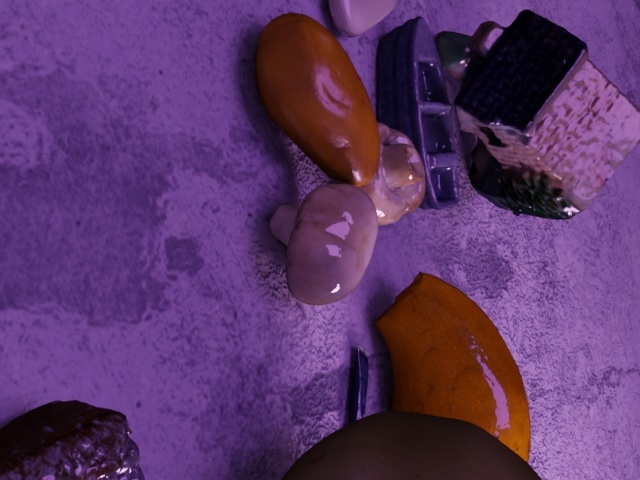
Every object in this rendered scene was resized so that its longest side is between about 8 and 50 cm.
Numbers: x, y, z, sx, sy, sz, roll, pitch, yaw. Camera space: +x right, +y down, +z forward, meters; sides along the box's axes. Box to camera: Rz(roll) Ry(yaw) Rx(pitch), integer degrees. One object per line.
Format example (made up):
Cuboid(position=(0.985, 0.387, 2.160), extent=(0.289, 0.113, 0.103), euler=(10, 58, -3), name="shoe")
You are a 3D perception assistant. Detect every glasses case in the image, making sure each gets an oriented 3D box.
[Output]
Cuboid(position=(0.066, -0.346, 1.453), extent=(0.204, 0.051, 0.081), euler=(-47, 122, -51), name="glasses case")

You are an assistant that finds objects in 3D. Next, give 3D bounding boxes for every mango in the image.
Cuboid(position=(-0.002, -0.162, 1.238), extent=(0.227, 0.109, 0.147), euler=(62, 22, -15), name="mango")
Cuboid(position=(0.186, 0.216, 1.414), extent=(0.144, 0.187, 0.359), euler=(-176, -105, -86), name="mango")

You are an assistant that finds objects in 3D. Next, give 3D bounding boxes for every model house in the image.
Cuboid(position=(0.302, -0.217, 1.615), extent=(0.243, 0.298, 0.284), euler=(-48, 114, -6), name="model house")

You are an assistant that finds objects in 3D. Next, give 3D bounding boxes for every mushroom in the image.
Cuboid(position=(0.077, -0.088, 1.360), extent=(0.148, 0.112, 0.148), euler=(35, 47, -48), name="mushroom")
Cuboid(position=(0.000, 0.000, 1.218), extent=(0.154, 0.123, 0.154), euler=(22, 90, -79), name="mushroom")

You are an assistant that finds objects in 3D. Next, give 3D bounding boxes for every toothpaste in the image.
Cuboid(position=(0.049, 0.205, 1.339), extent=(0.037, 0.021, 0.139), euler=(47, 44, -54), name="toothpaste")

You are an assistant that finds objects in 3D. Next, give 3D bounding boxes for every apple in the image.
Cuboid(position=(0.098, 0.350, 1.091), extent=(0.357, 0.357, 0.357), euler=(18, 68, -56), name="apple")

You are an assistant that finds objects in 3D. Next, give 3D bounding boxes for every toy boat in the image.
Cuboid(position=(0.144, -0.183, 1.522), extent=(0.127, 0.078, 0.282), euler=(-10, 92, -58), name="toy boat")

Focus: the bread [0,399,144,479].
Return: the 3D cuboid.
Cuboid(position=(-0.187, 0.346, 0.837), extent=(0.165, 0.113, 0.416), euler=(-29, 110, -55), name="bread")
